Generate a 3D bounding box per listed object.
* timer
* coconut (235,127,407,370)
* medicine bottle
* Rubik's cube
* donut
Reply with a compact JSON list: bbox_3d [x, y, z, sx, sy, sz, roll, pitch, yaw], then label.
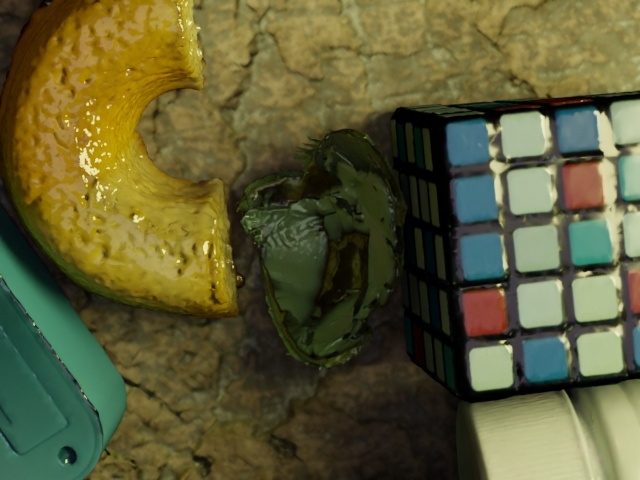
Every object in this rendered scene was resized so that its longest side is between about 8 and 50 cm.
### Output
[{"bbox_3d":[-0.287,0.100,1.211,0.250,0.091,0.232,-32,97,8],"label":"timer"},{"bbox_3d":[0.005,0.000,1.216,0.055,0.133,0.158,9,104,-48],"label":"coconut"},{"bbox_3d":[0.261,0.172,1.203,0.332,0.190,0.189,-7,94,-6],"label":"medicine bottle"},{"bbox_3d":[0.152,-0.003,1.182,0.182,0.187,0.184,-5,96,-6],"label":"Rubik's cube"},{"bbox_3d":[-0.143,-0.059,1.197,0.152,0.101,0.259,-10,99,0],"label":"donut"}]
